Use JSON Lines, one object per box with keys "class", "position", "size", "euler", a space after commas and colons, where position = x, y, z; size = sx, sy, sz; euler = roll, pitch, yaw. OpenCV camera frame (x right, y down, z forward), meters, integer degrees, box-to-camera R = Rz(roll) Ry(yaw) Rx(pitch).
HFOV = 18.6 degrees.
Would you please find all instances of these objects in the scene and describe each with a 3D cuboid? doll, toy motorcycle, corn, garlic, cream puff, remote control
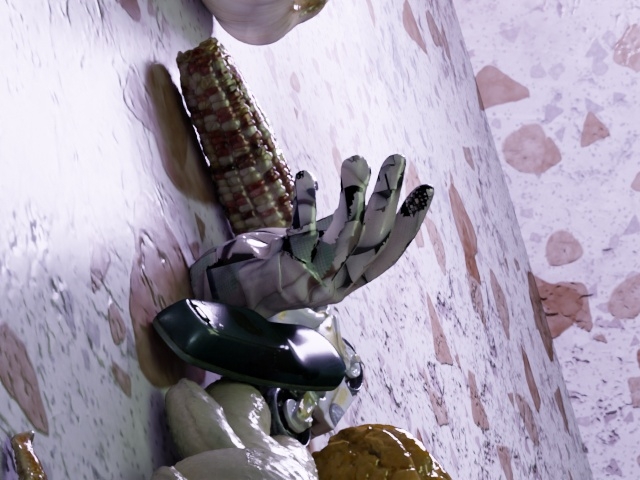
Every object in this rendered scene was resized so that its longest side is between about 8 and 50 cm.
{"class": "doll", "position": [-0.055, 0.204, 1.489], "size": [0.278, 0.175, 0.149], "euler": [-85, -166, -75]}
{"class": "toy motorcycle", "position": [-0.024, 0.105, 1.755], "size": [0.151, 0.074, 0.229], "euler": [64, 24, -4]}
{"class": "corn", "position": [-0.068, -0.072, 1.783], "size": [0.079, 0.080, 0.237], "euler": [-62, 132, -70]}
{"class": "garlic", "position": [-0.081, -0.317, 1.917], "size": [0.226, 0.199, 0.199], "euler": [42, 7, 15]}
{"class": "cream puff", "position": [0.035, 0.243, 1.647], "size": [0.129, 0.189, 0.189], "euler": [-14, 88, -38]}
{"class": "remote control", "position": [-0.055, 0.086, 1.601], "size": [0.072, 0.042, 0.222], "euler": [48, 18, 31]}

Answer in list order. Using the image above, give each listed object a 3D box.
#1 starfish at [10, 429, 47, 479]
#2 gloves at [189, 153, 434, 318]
{"class": "starfish", "position": [-0.164, 0.247, 1.130], "size": [0.231, 0.048, 0.295], "euler": [65, 16, -77]}
{"class": "gloves", "position": [0.000, 0.007, 1.667], "size": [0.127, 0.212, 0.111], "euler": [50, 27, -58]}
